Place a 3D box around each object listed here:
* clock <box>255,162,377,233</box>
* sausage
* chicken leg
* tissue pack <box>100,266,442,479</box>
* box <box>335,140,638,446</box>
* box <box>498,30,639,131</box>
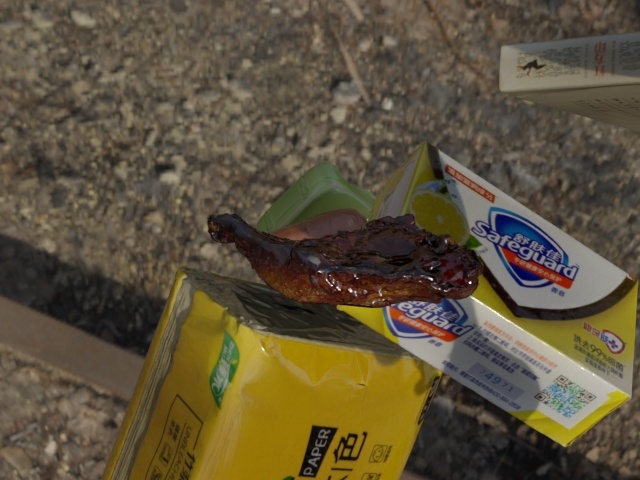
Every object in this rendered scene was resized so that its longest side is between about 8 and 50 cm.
[{"bbox_3d":[0.033,-0.005,1.577,0.232,0.170,0.069,28,30,-36],"label":"clock"},{"bbox_3d":[0.001,0.000,1.347,0.169,0.065,0.065,-20,58,-38],"label":"sausage"},{"bbox_3d":[0.012,0.012,0.759,0.205,0.053,0.093,6,41,7],"label":"chicken leg"},{"bbox_3d":[-0.073,0.252,1.218,0.293,0.382,0.228,14,13,-39],"label":"tissue pack"},{"bbox_3d":[0.162,0.049,1.007,0.265,0.097,0.168,33,42,-8],"label":"box"},{"bbox_3d":[0.353,-0.147,1.054,0.204,0.365,0.051,3,90,39],"label":"box"}]
